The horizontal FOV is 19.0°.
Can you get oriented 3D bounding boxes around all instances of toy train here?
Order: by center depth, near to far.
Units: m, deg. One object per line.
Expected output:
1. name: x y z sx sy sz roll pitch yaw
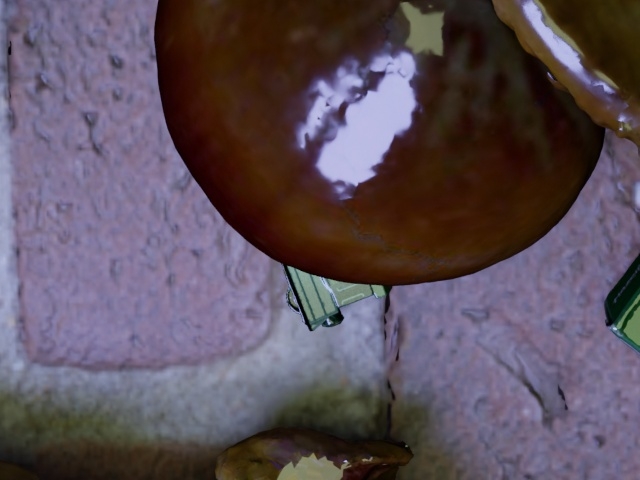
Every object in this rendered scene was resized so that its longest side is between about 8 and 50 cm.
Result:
1. toy train: 0.000 0.000 1.028 0.056 0.038 0.093 -21 97 6

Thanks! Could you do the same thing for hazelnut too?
1. hazelnut: 0.028 -0.103 0.922 0.217 0.217 0.251 -17 81 8

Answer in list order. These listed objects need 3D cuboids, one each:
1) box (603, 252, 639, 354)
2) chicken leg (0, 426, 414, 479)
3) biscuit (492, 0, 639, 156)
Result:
1. box: 0.258 0.005 0.984 0.135 0.081 0.199 37 99 -1
2. chicken leg: -0.090 0.179 1.011 0.409 0.182 0.295 37 69 23
3. biscuit: 0.183 -0.170 0.886 0.318 0.040 0.318 11 67 -26
